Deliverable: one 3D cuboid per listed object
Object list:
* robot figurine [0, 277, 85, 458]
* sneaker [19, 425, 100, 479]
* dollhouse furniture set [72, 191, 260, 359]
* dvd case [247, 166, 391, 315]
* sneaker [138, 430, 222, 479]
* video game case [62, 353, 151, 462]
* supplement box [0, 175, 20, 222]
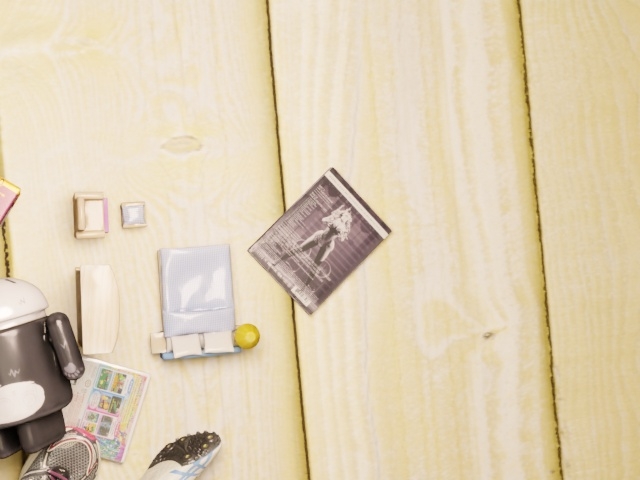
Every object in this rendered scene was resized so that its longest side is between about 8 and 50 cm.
[{"bbox_3d":[-0.492,0.197,1.611,0.209,0.173,0.278,-15,92,-19],"label":"robot figurine"},{"bbox_3d":[-0.453,0.441,1.637,0.121,0.112,0.299,33,81,-13],"label":"sneaker"},{"bbox_3d":[-0.246,0.057,1.673,0.303,0.198,0.286,-2,89,-17],"label":"dollhouse furniture set"},{"bbox_3d":[0.000,0.000,1.840,0.221,0.018,0.164,-45,99,-12],"label":"dvd case"},{"bbox_3d":[-0.259,0.416,1.723,0.237,0.085,0.086,-41,125,-17],"label":"sneaker"},{"bbox_3d":[-0.378,0.282,1.718,0.143,0.019,0.157,19,82,-15],"label":"video game case"},{"bbox_3d":[-0.564,-0.021,1.631,0.081,0.104,0.188,32,80,-13],"label":"supplement box"}]
